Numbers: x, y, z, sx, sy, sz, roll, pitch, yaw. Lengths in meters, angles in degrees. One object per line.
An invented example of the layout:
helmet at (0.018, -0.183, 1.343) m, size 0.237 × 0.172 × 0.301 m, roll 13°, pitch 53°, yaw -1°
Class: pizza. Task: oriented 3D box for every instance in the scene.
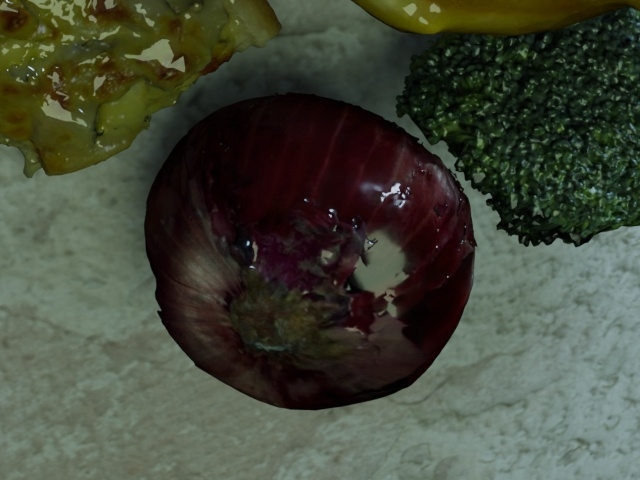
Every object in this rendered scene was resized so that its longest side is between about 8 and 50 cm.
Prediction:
pizza at (-0.185, -0.140, 0.956) m, size 0.323 × 0.089 × 0.223 m, roll 22°, pitch 110°, yaw -33°

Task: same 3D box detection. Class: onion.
onion at (0.000, 0.000, 1.067) m, size 0.252 × 0.219 × 0.252 m, roll 16°, pitch 129°, yaw 20°

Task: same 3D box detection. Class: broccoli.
broccoli at (0.173, -0.092, 1.086) m, size 0.226 × 0.176 × 0.197 m, roll -9°, pitch 87°, yaw 7°

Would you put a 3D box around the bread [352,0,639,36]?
bread at (0.135, -0.301, 0.873) m, size 0.361 × 0.250 × 0.394 m, roll 2°, pitch 127°, yaw -18°
